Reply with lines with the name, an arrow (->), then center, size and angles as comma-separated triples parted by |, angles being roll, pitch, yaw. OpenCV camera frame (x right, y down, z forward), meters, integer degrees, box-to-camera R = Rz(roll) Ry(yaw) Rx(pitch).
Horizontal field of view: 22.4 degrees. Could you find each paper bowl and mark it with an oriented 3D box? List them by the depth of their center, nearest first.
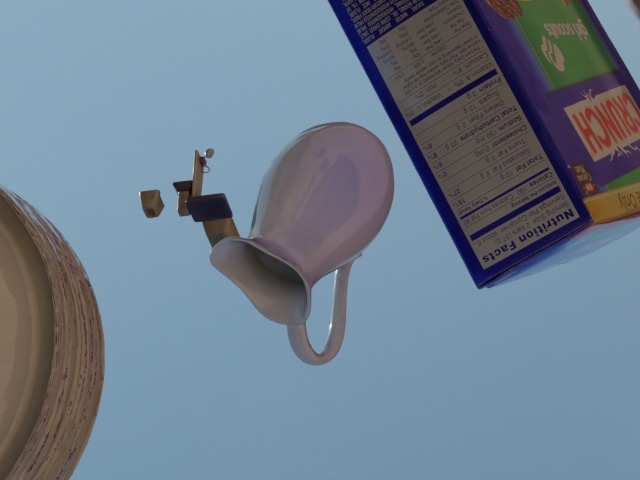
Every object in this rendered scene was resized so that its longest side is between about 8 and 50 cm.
paper bowl -> -0.294, 0.074, 1.038 | 0.284, 0.284, 0.148 | 62, -174, 19

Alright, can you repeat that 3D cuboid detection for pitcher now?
pitcher -> 0.000, 0.000, 1.556 | 0.207, 0.126, 0.177 | -57, -48, -39

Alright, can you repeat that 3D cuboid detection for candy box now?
candy box -> 0.154, -0.137, 1.341 | 0.268, 0.122, 0.317 | -14, -105, -61

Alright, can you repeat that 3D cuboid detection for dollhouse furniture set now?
dollhouse furniture set -> -0.127, -0.037, 1.684 | 0.114, 0.091, 0.081 | 70, -163, -51
